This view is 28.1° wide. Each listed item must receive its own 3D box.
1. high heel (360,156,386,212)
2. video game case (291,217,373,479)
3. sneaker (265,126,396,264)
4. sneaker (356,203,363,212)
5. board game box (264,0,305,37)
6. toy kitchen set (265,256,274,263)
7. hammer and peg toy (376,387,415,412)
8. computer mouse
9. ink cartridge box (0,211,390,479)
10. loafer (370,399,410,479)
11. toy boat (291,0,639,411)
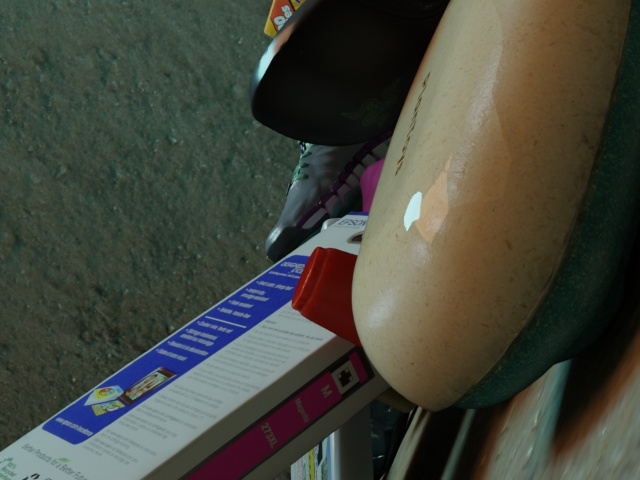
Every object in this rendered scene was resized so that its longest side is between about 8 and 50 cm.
[{"bbox_3d":[0.108,-0.113,0.937,0.127,0.181,0.377,-11,-42,-32],"label":"high heel"},{"bbox_3d":[0.006,0.189,1.117,0.300,0.036,0.329,107,163,-66],"label":"video game case"},{"bbox_3d":[-0.002,-0.063,1.155,0.223,0.098,0.083,-45,-9,-41],"label":"sneaker"},{"bbox_3d":[0.063,-0.085,1.342,0.067,0.064,0.175,-103,28,-56],"label":"sneaker"},{"bbox_3d":[0.189,-0.414,1.620,0.356,0.356,0.356,-62,-5,-50],"label":"board game box"},{"bbox_3d":[0.000,0.000,1.262,0.075,0.083,0.068,115,179,-74],"label":"toy kitchen set"},{"bbox_3d":[0.116,0.005,1.296,0.361,0.127,0.266,115,180,-60],"label":"hammer and peg toy"},{"bbox_3d":[0.060,-0.131,0.800,0.272,0.072,0.188,-37,-13,-47],"label":"computer mouse"},{"bbox_3d":[-0.056,0.098,0.878,0.371,0.069,0.176,-37,22,-25],"label":"ink cartridge box"},{"bbox_3d":[0.072,0.232,1.515,0.061,0.062,0.170,-10,-51,-59],"label":"loafer"},{"bbox_3d":[0.094,-0.007,0.691,0.318,0.148,0.267,123,168,-58],"label":"toy boat"}]
